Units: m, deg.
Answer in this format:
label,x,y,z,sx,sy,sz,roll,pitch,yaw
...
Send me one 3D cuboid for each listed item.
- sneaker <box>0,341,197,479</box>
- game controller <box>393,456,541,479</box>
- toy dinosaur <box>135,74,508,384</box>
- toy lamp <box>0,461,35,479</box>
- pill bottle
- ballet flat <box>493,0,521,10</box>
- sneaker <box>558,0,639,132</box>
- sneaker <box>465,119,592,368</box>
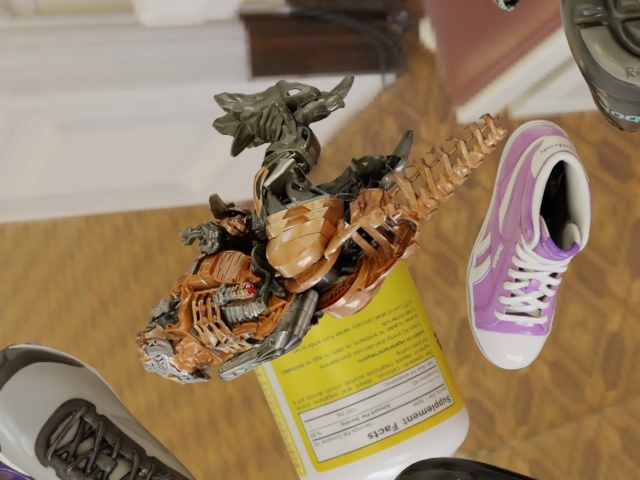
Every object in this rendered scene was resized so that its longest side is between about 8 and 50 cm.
label,x,y,z,sx,sy,sz,roll,pitch,yaw
sneaker,-0.159,0.176,1.164,0.271,0.100,0.108,47,161,-28
game controller,0.177,0.207,0.766,0.166,0.319,0.067,98,-168,-52
toy dinosaur,0.000,0.000,1.131,0.218,0.322,0.164,-86,-21,-47
toy lamp,-0.326,0.298,1.438,0.274,0.080,0.080,-59,2,-35
pill bottle,0.038,0.144,1.539,0.188,0.188,0.334,-24,89,65
ballet flat,0.205,-0.244,1.205,0.188,0.070,0.070,-30,67,42
sneaker,0.159,-0.186,0.813,0.106,0.101,0.267,66,-155,-71
sneaker,0.221,0.025,1.585,0.161,0.102,0.282,-108,21,-70
